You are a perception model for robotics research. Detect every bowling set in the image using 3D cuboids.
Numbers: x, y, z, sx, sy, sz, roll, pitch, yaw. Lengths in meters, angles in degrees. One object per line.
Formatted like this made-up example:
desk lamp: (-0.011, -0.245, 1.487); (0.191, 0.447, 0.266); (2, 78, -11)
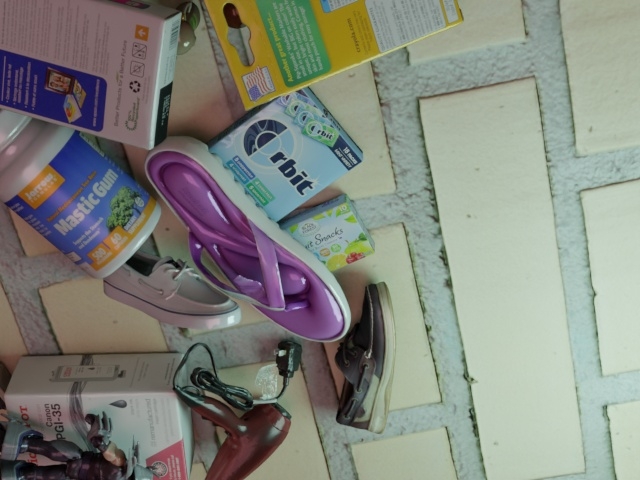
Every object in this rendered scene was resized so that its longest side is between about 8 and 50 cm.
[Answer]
bowling set: (-0.183, -0.335, 1.496); (0.200, 0.154, 0.287); (13, 118, -5)

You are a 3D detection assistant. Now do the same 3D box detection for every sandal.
sandal: (-0.126, 0.026, 1.692); (0.416, 0.102, 0.169); (47, 135, -16)

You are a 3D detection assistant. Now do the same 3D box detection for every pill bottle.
pill bottle: (-0.379, -0.083, 1.637); (0.152, 0.152, 0.272); (-39, 111, 20)

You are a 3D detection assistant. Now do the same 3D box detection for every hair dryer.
hair dryer: (-0.151, 0.291, 1.843); (0.224, 0.080, 0.293); (-1, 109, -25)

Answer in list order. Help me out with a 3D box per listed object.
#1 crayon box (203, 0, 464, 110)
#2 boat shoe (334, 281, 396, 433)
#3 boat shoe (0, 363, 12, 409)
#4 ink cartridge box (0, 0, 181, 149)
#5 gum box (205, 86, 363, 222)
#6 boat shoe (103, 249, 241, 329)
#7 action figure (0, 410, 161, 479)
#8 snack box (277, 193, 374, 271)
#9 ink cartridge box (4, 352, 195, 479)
crayon box: (0.007, -0.331, 1.488); (0.323, 0.083, 0.203); (-23, 116, -7)
boat shoe: (0.069, 0.194, 1.805); (0.092, 0.103, 0.285); (0, 124, -4)
boat shoe: (-0.574, 0.203, 1.840); (0.065, 0.075, 0.206); (-22, 120, 9)
ink cartridge box: (-0.368, -0.250, 1.448); (0.371, 0.069, 0.175); (15, 116, 8)
gum box: (-0.056, -0.130, 1.666); (0.184, 0.041, 0.157); (-34, 112, 17)
boat shoe: (-0.232, 0.067, 1.701); (0.258, 0.095, 0.084); (14, 113, 28)
action figure: (-0.392, 0.350, 1.771); (0.285, 0.099, 0.185); (11, 111, -9)
snack box: (0.000, 0.000, 1.736); (0.141, 0.037, 0.100); (-24, 113, 15)
ink cartridge box: (-0.361, 0.303, 1.862); (0.283, 0.117, 0.207); (-2, 118, 2)
